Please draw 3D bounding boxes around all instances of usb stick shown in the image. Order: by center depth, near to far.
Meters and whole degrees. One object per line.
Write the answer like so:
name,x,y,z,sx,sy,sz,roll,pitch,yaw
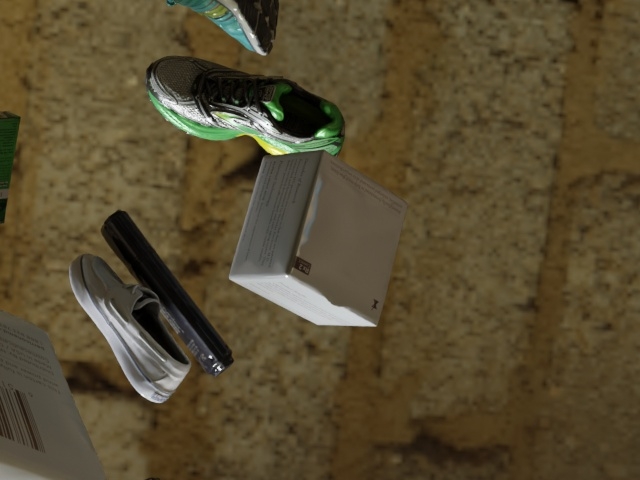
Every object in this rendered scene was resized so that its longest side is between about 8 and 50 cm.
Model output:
usb stick,-0.220,0.074,1.954,0.278,0.045,0.077,52,155,4

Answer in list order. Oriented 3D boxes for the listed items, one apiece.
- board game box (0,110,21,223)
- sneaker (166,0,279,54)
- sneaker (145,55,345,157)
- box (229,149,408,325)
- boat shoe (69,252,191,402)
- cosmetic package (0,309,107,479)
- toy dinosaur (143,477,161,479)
board game box,-0.450,-0.070,1.497,0.030,0.260,0.136,25,112,35
sneaker,-0.133,-0.315,1.658,0.275,0.110,0.107,39,-123,-56
sneaker,-0.117,-0.233,2.221,0.146,0.343,0.134,116,169,-69
box,0.000,0.000,1.790,0.119,0.181,0.182,-2,66,45
boat shoe,-0.260,0.105,1.908,0.084,0.095,0.258,-45,66,18
cosmetic package,-0.519,0.277,1.565,0.393,0.329,0.327,-49,40,11
toy dinosaur,-0.267,0.282,1.275,0.118,0.268,0.064,-41,-66,-61
